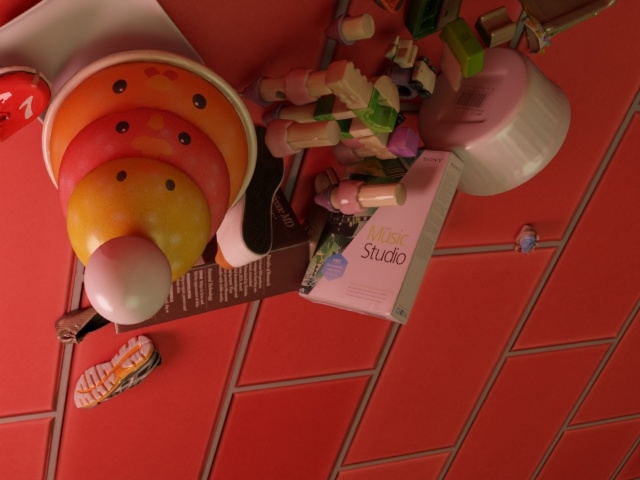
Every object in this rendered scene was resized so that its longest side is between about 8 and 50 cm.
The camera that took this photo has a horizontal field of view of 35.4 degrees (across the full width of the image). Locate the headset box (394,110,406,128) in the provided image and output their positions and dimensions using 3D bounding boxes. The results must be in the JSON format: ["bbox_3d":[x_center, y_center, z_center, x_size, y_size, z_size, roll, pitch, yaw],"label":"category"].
[{"bbox_3d":[0.116,-0.233,1.957,0.083,0.032,0.062,-41,137,10],"label":"headset box"}]

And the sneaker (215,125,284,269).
[{"bbox_3d":[-0.146,-0.079,1.815,0.106,0.290,0.123,31,139,-30],"label":"sneaker"}]

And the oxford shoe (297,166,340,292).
[{"bbox_3d":[0.000,0.000,2.057,0.130,0.123,0.348,-12,134,-9],"label":"oxford shoe"}]

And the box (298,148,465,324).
[{"bbox_3d":[0.110,-0.021,1.845,0.058,0.232,0.321,35,72,-45],"label":"box"}]

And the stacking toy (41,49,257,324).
[{"bbox_3d":[-0.260,-0.042,1.497,0.351,0.479,0.350,-3,125,-5],"label":"stacking toy"}]

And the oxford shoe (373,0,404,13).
[{"bbox_3d":[0.057,-0.481,1.642,0.271,0.098,0.096,52,59,-42],"label":"oxford shoe"}]

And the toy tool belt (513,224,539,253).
[{"bbox_3d":[0.492,0.006,2.385,0.052,0.051,0.083,-2,132,-27],"label":"toy tool belt"}]

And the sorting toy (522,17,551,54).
[{"bbox_3d":[0.442,-0.414,1.966,0.075,0.045,0.083,-43,140,-14],"label":"sorting toy"}]

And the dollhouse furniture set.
[{"bbox_3d":[0.333,-0.403,1.764,0.302,0.197,0.151,-25,162,-11],"label":"dollhouse furniture set"}]

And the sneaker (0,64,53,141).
[{"bbox_3d":[-0.525,-0.166,1.563,0.279,0.118,0.107,-30,136,22],"label":"sneaker"}]

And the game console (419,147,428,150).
[{"bbox_3d":[0.182,-0.128,2.111,0.144,0.085,0.124,-19,106,-13],"label":"game console"}]

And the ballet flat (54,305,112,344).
[{"bbox_3d":[-0.415,0.137,2.000,0.250,0.058,0.084,-28,139,-2],"label":"ballet flat"}]

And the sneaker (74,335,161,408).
[{"bbox_3d":[-0.428,0.293,2.130,0.215,0.084,0.083,-35,143,4],"label":"sneaker"}]

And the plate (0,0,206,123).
[{"bbox_3d":[-0.366,-0.301,1.613,0.278,0.045,0.277,-33,139,4],"label":"plate"}]

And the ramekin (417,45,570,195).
[{"bbox_3d":[0.318,-0.235,1.897,0.277,0.277,0.135,-40,130,11],"label":"ramekin"}]

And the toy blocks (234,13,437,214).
[{"bbox_3d":[0.011,-0.232,1.804,0.260,0.308,0.289,-2,153,38],"label":"toy blocks"}]

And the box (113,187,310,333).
[{"bbox_3d":[-0.228,0.028,1.902,0.382,0.191,0.143,-12,135,-19],"label":"box"}]
